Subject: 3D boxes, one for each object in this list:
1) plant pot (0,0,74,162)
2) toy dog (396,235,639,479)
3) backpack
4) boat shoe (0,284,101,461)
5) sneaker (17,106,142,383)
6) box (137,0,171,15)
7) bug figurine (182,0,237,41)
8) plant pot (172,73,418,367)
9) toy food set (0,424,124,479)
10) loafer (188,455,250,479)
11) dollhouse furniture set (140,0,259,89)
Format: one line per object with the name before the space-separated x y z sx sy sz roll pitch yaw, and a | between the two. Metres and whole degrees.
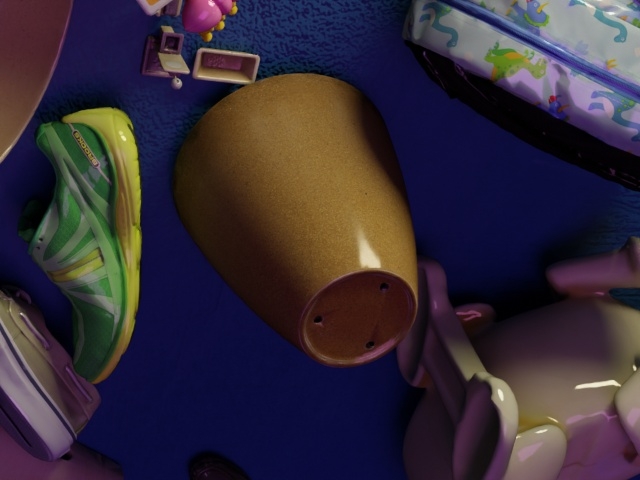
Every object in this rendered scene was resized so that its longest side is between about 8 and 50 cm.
plant pot | -0.364 -0.196 1.369 0.191 0.284 0.284 22 115 11
toy dog | 0.315 0.194 1.784 0.408 0.284 0.395 -6 121 -17
backpack | 0.253 -0.186 1.562 0.355 0.290 0.273 10 107 -15
boat shoe | -0.332 0.096 1.637 0.094 0.109 0.302 -50 129 -32
sneaker | -0.242 0.004 1.607 0.123 0.109 0.295 0 114 -6
box | -0.172 -0.323 1.427 0.114 0.103 0.203 -33 123 2
bug figurine | -0.090 -0.296 1.363 0.279 0.072 0.216 43 80 -36
plant pot | 0.000 0.000 1.567 0.237 0.254 0.237 -11 129 -14
toy food set | -0.392 0.328 1.757 0.220 0.092 0.306 34 97 -30
loafer | -0.095 0.318 1.849 0.062 0.061 0.170 -33 123 4
dollhouse furniture set | -0.106 -0.181 1.544 0.114 0.081 0.091 5 118 -20
